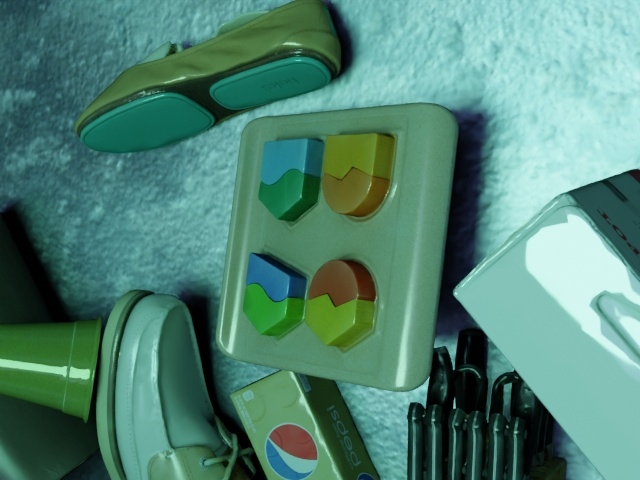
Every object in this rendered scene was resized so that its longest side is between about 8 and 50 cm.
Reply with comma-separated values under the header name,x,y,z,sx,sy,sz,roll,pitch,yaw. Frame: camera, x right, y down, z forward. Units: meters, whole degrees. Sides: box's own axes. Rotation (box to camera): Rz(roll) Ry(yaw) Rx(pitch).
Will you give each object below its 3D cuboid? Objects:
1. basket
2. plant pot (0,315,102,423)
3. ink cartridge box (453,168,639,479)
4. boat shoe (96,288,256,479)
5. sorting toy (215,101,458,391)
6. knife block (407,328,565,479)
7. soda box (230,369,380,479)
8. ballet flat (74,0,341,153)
name,x,y,z,sx,sy,sz,roll,pitch,yaw
basket,-0.289,0.113,0.944,0.227,0.204,0.154,53,154,2
plant pot,-0.212,0.093,0.868,0.079,0.083,0.083,9,101,-11
ink cartridge box,0.191,0.048,0.687,0.092,0.218,0.159,-43,78,22
boat shoe,-0.102,0.185,0.899,0.103,0.113,0.302,3,107,23
sorting toy,0.000,0.000,0.811,0.208,0.038,0.193,3,85,47
knife block,0.126,0.199,0.818,0.088,0.242,0.276,6,143,25
soda box,0.003,0.184,0.874,0.061,0.058,0.181,-27,84,24
ballet flat,-0.088,-0.128,0.885,0.232,0.080,0.073,-13,62,22
